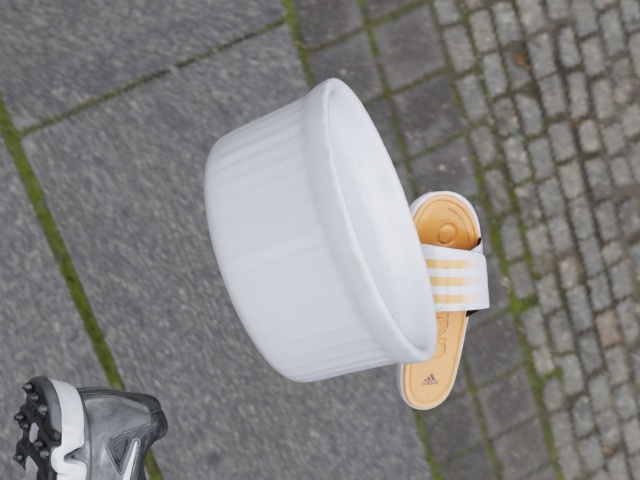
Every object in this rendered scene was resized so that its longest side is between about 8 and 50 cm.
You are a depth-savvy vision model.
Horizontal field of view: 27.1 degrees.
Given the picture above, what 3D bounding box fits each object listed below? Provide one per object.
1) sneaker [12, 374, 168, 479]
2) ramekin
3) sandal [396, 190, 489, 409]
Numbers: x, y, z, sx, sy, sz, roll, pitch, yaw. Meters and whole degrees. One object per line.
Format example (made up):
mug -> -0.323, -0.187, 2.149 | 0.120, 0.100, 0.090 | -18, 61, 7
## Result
sneaker -> -0.145, 0.194, 0.841 | 0.106, 0.078, 0.234 | 0, 111, -32
ramekin -> 0.000, 0.000, 1.252 | 0.135, 0.277, 0.277 | -20, 117, 15
sandal -> 0.144, 0.077, 1.484 | 0.102, 0.076, 0.265 | -6, 110, -22
